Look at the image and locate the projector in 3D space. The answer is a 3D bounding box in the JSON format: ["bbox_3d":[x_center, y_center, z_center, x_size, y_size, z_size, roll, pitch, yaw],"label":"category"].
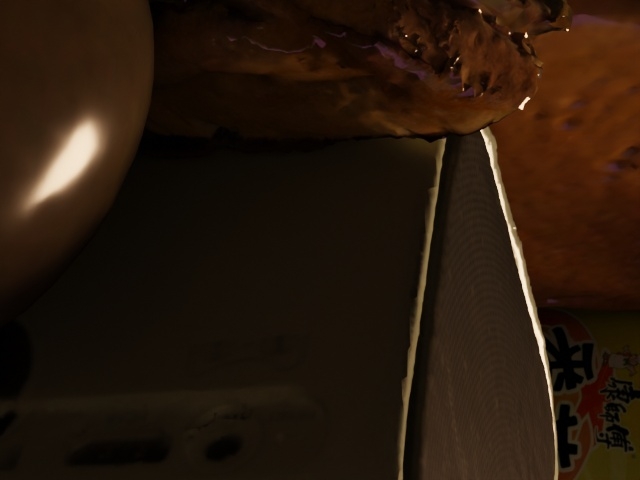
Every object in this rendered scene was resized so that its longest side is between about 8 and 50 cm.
[{"bbox_3d":[-0.047,0.099,0.541,0.249,0.249,0.248,-5,133,17],"label":"projector"}]

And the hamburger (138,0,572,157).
[{"bbox_3d":[-0.014,-0.090,0.447,0.176,0.087,0.102,1,153,26],"label":"hamburger"}]

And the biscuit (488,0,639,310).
[{"bbox_3d":[0.076,-0.041,0.633,0.351,0.057,0.312,-3,155,11],"label":"biscuit"}]

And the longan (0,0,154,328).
[{"bbox_3d":[-0.157,-0.047,0.387,0.212,0.198,0.198,18,176,23],"label":"longan"}]

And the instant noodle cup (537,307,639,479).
[{"bbox_3d":[0.134,0.135,0.847,0.200,0.264,0.264,3,170,19],"label":"instant noodle cup"}]
